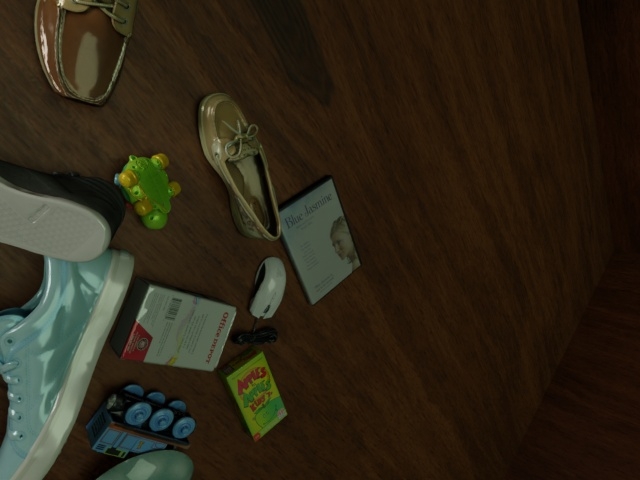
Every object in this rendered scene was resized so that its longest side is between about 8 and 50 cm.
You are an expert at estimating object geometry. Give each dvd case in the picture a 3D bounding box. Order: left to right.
[{"bbox_3d":[0.000,0.000,0.977,0.180,0.022,0.253,-36,120,-29],"label":"dvd case"}]

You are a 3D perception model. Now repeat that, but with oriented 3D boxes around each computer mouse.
[{"bbox_3d":[-0.115,0.130,0.891,0.106,0.042,0.193,16,88,-40],"label":"computer mouse"}]

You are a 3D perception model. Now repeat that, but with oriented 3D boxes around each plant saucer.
[{"bbox_3d":[-0.316,0.455,0.744,0.195,0.037,0.195,-18,128,-24],"label":"plant saucer"}]

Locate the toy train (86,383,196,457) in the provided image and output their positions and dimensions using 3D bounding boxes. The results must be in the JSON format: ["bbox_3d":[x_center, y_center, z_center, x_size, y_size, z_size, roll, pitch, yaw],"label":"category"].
[{"bbox_3d":[-0.309,0.329,0.747,0.105,0.080,0.184,-54,130,-8],"label":"toy train"}]

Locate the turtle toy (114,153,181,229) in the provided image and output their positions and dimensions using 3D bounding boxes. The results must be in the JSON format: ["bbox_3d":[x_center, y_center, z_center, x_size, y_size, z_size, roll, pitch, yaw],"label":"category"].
[{"bbox_3d":[-0.284,-0.077,0.691,0.095,0.066,0.130,-51,132,-50],"label":"turtle toy"}]

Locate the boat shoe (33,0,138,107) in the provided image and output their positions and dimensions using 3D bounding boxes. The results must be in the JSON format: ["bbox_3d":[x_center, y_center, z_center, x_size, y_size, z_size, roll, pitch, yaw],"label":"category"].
[{"bbox_3d":[-0.310,-0.356,0.582,0.122,0.120,0.324,5,95,-40],"label":"boat shoe"}]

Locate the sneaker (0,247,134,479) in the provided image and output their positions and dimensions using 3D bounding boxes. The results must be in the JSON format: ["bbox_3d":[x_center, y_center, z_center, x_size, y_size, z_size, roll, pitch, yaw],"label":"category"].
[{"bbox_3d":[-0.409,0.166,0.605,0.150,0.135,0.366,25,73,-33],"label":"sneaker"}]

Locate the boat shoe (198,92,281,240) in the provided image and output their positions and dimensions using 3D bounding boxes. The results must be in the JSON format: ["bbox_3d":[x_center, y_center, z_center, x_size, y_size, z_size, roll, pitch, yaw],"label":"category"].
[{"bbox_3d":[-0.138,-0.134,0.790,0.104,0.089,0.285,-34,118,-30],"label":"boat shoe"}]

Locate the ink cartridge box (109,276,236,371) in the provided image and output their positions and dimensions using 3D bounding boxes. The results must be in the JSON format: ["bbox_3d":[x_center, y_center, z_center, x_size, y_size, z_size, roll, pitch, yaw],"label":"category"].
[{"bbox_3d":[-0.258,0.153,0.754,0.175,0.072,0.128,25,82,-40],"label":"ink cartridge box"}]

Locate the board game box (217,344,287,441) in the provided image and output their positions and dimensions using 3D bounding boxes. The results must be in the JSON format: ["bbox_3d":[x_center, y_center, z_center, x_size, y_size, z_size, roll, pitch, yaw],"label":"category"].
[{"bbox_3d":[-0.143,0.328,0.905,0.092,0.043,0.181,-31,117,-32],"label":"board game box"}]

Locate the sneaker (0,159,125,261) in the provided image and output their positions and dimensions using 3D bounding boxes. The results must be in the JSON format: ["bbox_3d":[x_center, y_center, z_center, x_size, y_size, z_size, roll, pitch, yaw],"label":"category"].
[{"bbox_3d":[-0.412,-0.063,0.575,0.295,0.147,0.105,22,102,-10],"label":"sneaker"}]
